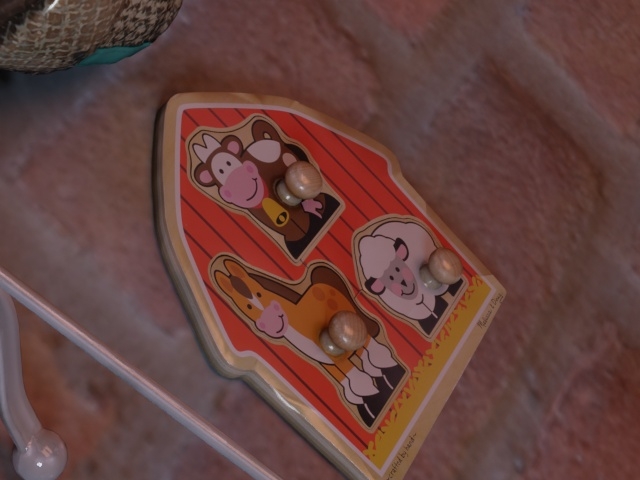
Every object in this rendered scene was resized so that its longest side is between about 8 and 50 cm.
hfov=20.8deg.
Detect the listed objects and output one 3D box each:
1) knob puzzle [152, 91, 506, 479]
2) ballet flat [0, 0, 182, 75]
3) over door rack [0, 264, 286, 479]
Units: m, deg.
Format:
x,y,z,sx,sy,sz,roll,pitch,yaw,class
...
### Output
x,y,z,sx,sy,sz,roll,pitch,yaw,class
0.000,0.000,0.821,0.213,0.030,0.213,24,48,-29,knob puzzle
-0.188,-0.290,0.791,0.482,0.164,0.182,66,20,9,ballet flat
-0.096,0.136,0.549,0.324,0.108,0.239,29,43,4,over door rack
